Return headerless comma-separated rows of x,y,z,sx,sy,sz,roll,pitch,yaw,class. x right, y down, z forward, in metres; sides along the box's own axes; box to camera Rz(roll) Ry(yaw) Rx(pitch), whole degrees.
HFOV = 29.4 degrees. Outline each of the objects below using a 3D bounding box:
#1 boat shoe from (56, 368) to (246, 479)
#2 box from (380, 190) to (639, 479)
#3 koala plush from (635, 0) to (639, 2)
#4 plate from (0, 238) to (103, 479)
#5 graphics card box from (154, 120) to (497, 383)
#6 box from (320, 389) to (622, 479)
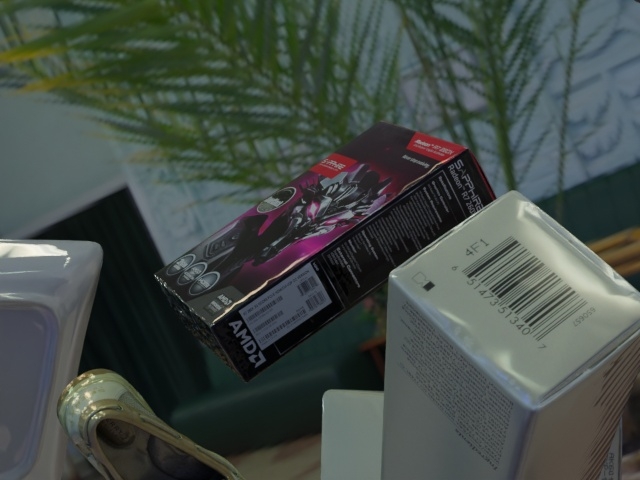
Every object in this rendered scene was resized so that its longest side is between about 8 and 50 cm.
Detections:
-0.076,0.128,0.639,0.056,0.153,0.048,-41,29,-8,boat shoe
0.104,0.105,0.717,0.094,0.113,0.275,-34,-29,-21,box
0.216,-0.249,0.799,0.203,0.221,0.196,-21,-20,36,koala plush
-0.339,0.126,1.057,0.278,0.277,0.045,2,28,-27,plate
0.000,0.000,1.465,0.371,0.094,0.233,-35,25,-12,graphics card box
0.134,0.211,1.184,0.148,0.121,0.311,6,-7,-27,box
